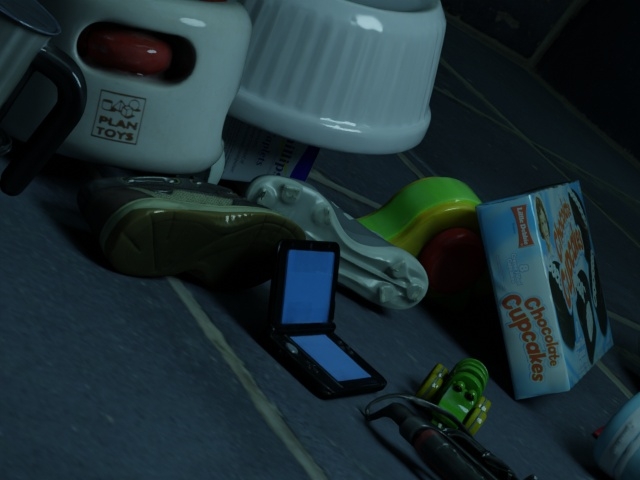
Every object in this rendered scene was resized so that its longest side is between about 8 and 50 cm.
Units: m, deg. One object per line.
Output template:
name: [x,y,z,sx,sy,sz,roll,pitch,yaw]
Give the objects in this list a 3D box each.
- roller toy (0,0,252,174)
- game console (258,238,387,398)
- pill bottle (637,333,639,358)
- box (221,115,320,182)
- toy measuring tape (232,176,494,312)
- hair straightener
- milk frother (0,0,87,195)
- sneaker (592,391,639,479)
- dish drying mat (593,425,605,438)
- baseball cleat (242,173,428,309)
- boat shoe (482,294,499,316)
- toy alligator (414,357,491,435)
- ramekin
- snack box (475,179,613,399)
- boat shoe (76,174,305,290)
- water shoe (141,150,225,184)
roller toy: [-0.159,-0.130,1.384,0.191,0.146,0.209,21,13,30]
game console: [0.009,0.059,1.382,0.107,0.071,0.122,41,15,19]
pill bottle: [0.432,0.157,2.023,0.119,0.119,0.208,32,14,-18]
box: [-0.085,-0.112,1.642,0.137,0.072,0.126,5,29,-32]
toy measuring tape: [0.069,-0.027,1.736,0.330,0.121,0.121,27,17,-36]
hair straightener: [0.126,0.189,1.329,0.230,0.047,0.089,37,12,21]
milk frother: [-0.233,-0.110,1.207,0.129,0.134,0.143,29,15,-32]
sneaker: [0.406,0.235,1.671,0.319,0.127,0.208,1,36,-48]
dish drying mat: [0.299,0.211,1.744,0.083,0.008,0.032,42,16,16]
baseball cleat: [0.000,0.000,1.607,0.206,0.072,0.109,35,-1,-28]
boat shoe: [0.173,0.052,1.901,0.153,0.048,0.056,35,0,-36]
toy alligator: [0.109,0.127,1.449,0.056,0.051,0.190,37,13,3]
ramekin: [-0.011,-0.194,1.631,0.273,0.127,0.273,19,23,-8]
snack box: [0.229,0.041,1.809,0.322,0.060,0.187,-16,94,-73]
boat shoe: [-0.094,-0.014,1.354,0.073,0.080,0.223,49,22,26]
water shoe: [-0.162,-0.115,1.537,0.203,0.073,0.080,41,22,30]
